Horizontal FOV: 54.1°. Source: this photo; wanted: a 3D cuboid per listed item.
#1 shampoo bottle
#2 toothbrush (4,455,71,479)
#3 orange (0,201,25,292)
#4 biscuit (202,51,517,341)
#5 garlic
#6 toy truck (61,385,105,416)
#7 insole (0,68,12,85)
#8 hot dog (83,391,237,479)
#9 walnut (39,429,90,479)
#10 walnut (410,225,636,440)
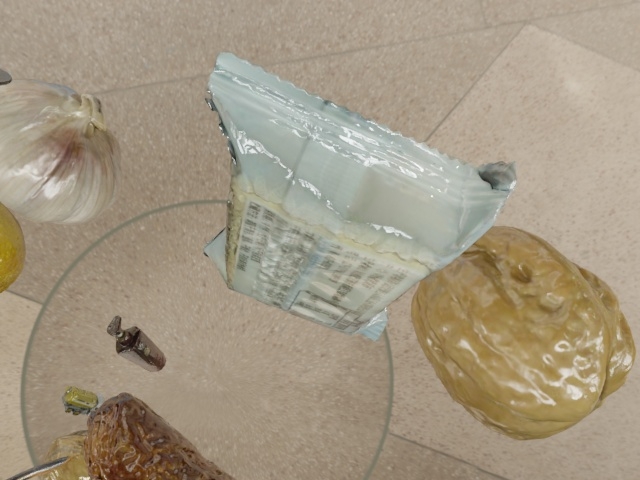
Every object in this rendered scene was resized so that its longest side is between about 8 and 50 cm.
[{"bbox_3d":[-0.459,0.262,1.562,0.066,0.236,0.068,-11,59,7],"label":"shampoo bottle"},{"bbox_3d":[-0.635,0.480,1.182,0.320,0.023,0.031,-15,78,-29],"label":"toothbrush"},{"bbox_3d":[-0.250,0.000,0.426,0.095,0.085,0.085,42,75,-4],"label":"orange"},{"bbox_3d":[-0.004,-0.002,0.460,0.185,0.309,0.079,23,70,0],"label":"biscuit"},{"bbox_3d":[-0.531,-0.169,1.247,0.321,0.240,0.322,11,76,-50],"label":"garlic"},{"bbox_3d":[-0.608,0.414,1.611,0.063,0.123,0.052,-44,47,8],"label":"toy truck"},{"bbox_3d":[-0.668,-0.333,1.066,0.348,0.119,0.009,28,117,15],"label":"insole"},{"bbox_3d":[-0.255,0.434,1.066,0.387,0.267,0.174,36,68,12],"label":"hot dog"},{"bbox_3d":[-0.540,0.554,1.441,0.198,0.198,0.245,-29,100,-14],"label":"walnut"},{"bbox_3d":[0.229,0.105,0.751,0.224,0.257,0.257,-16,80,-35],"label":"walnut"}]
